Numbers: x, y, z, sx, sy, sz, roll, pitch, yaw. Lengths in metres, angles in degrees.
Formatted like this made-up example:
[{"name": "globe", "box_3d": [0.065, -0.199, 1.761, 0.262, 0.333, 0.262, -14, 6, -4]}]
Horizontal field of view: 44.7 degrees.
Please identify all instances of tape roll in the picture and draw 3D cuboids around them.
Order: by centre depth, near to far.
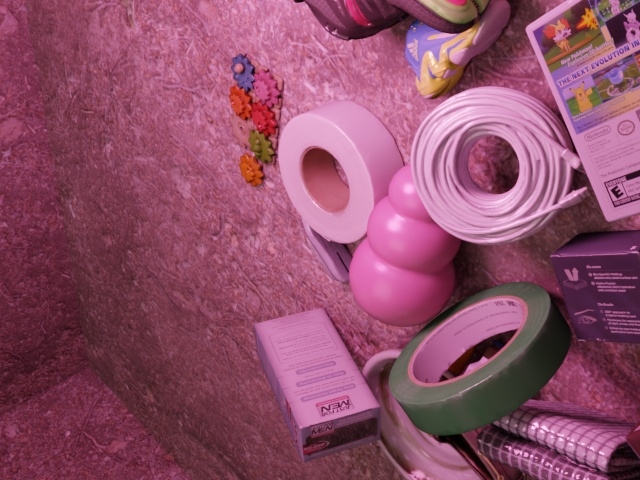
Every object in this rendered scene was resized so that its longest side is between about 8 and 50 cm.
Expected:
[{"name": "tape roll", "box_3d": [0.272, 0.199, 1.353, 0.077, 0.321, 0.321, 54, 147, -14]}, {"name": "tape roll", "box_3d": [0.040, -0.140, 1.609, 0.286, 0.100, 0.286, 30, 135, 36]}]

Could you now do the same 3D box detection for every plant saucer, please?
[{"name": "plant saucer", "box_3d": [0.260, 0.399, 1.712, 0.400, 0.100, 0.400, 30, 135, 36]}]

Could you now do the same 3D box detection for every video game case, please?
[{"name": "video game case", "box_3d": [0.430, -0.200, 0.952, 0.329, 0.036, 0.300, -25, 88, 59]}]

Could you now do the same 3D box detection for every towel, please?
[{"name": "towel", "box_3d": [0.431, 0.351, 1.300, 0.235, 0.284, 0.121, 12, 89, 46]}]

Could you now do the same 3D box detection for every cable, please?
[{"name": "cable", "box_3d": [0.278, -0.121, 1.257, 0.257, 0.089, 0.257, -38, 85, 32]}]

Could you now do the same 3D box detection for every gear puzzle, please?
[{"name": "gear puzzle", "box_3d": [-0.170, -0.268, 1.833, 0.175, 0.044, 0.339, 39, 140, 28]}]

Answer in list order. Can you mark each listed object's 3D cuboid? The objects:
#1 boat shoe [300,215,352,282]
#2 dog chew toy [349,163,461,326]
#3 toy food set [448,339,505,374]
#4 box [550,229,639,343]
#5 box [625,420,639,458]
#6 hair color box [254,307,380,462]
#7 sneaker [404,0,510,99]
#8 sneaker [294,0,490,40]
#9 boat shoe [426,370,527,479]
[{"name": "boat shoe", "box_3d": [0.000, 0.000, 1.772, 0.076, 0.083, 0.226, -10, 107, 54]}, {"name": "dog chew toy", "box_3d": [0.171, 0.000, 1.466, 0.206, 0.206, 0.332, 35, 130, 33]}, {"name": "toy food set", "box_3d": [0.331, 0.242, 1.463, 0.111, 0.104, 0.232, 30, -179, -13]}, {"name": "box", "box_3d": [0.469, 0.072, 1.219, 0.156, 0.093, 0.158, -4, 111, 53]}, {"name": "box", "box_3d": [0.624, 0.220, 1.045, 0.143, 0.191, 0.381, 53, 144, 12]}, {"name": "hair color box", "box_3d": [-0.015, 0.323, 1.814, 0.374, 0.185, 0.113, -123, 25, -54]}, {"name": "sneaker", "box_3d": [0.204, -0.336, 1.269, 0.126, 0.091, 0.240, 55, 146, 9]}, {"name": "sneaker", "box_3d": [0.100, -0.427, 1.290, 0.483, 0.185, 0.202, 38, 149, 44]}, {"name": "boat shoe", "box_3d": [0.260, 0.352, 1.498, 0.324, 0.097, 0.116, 40, 152, 28]}]
